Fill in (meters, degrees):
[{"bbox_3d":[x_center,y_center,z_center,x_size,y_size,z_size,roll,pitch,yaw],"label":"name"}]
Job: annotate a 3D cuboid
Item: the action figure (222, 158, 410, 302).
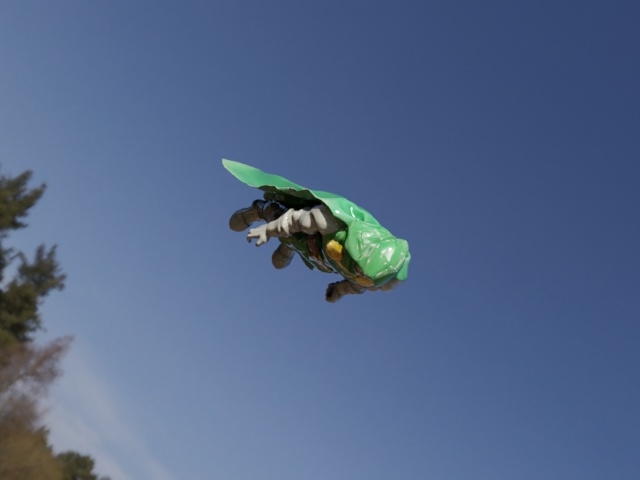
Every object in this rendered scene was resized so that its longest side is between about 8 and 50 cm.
[{"bbox_3d":[0.000,0.000,0.605,0.137,0.063,0.232,40,-9,-18],"label":"action figure"}]
